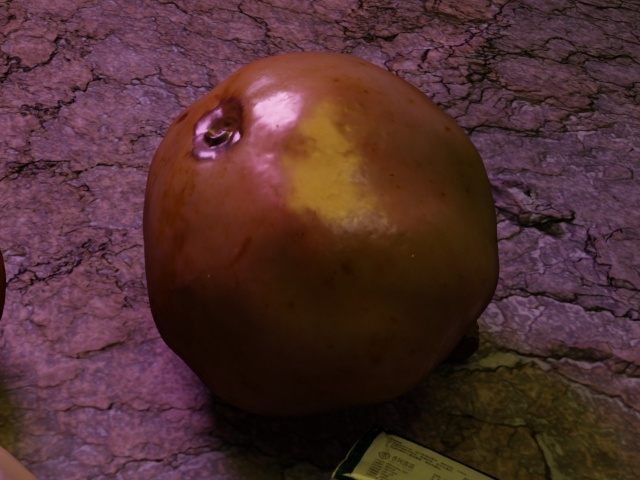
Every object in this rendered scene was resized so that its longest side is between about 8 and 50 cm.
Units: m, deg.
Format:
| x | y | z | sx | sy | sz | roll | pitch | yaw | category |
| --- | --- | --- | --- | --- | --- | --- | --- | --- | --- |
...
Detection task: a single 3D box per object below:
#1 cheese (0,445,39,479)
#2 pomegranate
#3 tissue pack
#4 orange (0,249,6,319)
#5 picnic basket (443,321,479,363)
| x | y | z | sx | sy | sz | roll | pitch | yaw | category |
| --- | --- | --- | --- | --- | --- | --- | --- | --- | --- |
| -0.354 | 0.265 | 1.023 | 0.260 | 0.128 | 0.316 | -13 | 48 | -40 | cheese |
| 0.000 | 0.000 | 1.265 | 0.412 | 0.411 | 0.411 | 6 | 36 | -5 | pomegranate |
| 0.098 | 0.261 | 1.154 | 0.170 | 0.090 | 0.103 | 25 | 39 | 16 | tissue pack |
| -0.446 | 0.046 | 1.176 | 0.261 | 0.261 | 0.261 | 6 | 36 | -5 | orange |
| 0.151 | 0.097 | 1.402 | 0.072 | 0.072 | 0.083 | 0 | 50 | -14 | picnic basket |
